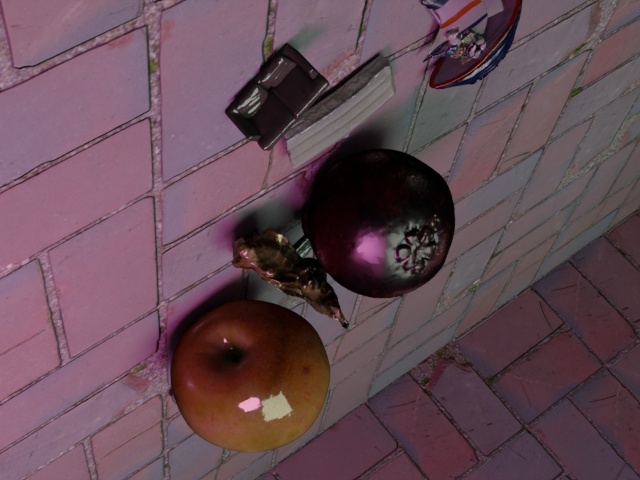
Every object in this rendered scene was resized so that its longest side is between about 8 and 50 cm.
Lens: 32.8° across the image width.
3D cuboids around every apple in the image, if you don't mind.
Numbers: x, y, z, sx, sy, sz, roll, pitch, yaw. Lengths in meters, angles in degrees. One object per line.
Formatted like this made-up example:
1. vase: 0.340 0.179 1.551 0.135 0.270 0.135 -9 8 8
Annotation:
1. apple: -0.142 0.267 2.187 0.319 0.319 0.277 -39 163 -6

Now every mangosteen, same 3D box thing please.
1. mangosteen: 0.112 -0.040 2.084 0.297 0.293 0.297 -5 120 -9

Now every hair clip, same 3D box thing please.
1. hair clip: -0.002 -0.002 2.267 0.229 0.036 0.066 -35 154 5

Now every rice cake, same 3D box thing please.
1. rice cake: 0.033 -0.220 1.875 0.237 0.043 0.127 -37 161 -7

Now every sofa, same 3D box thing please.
1. sofa: -0.066 -0.216 1.647 0.147 0.085 0.060 -45 162 13

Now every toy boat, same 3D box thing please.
1. toy boat: 0.268 -0.396 1.927 0.219 0.072 0.318 -34 149 -11

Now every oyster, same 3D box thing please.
1. oyster: -0.076 0.048 2.080 0.361 0.221 0.096 34 82 -51

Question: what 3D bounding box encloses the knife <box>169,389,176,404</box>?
1. knife: -0.228 0.273 2.433 0.265 0.040 0.073 -42 171 2
